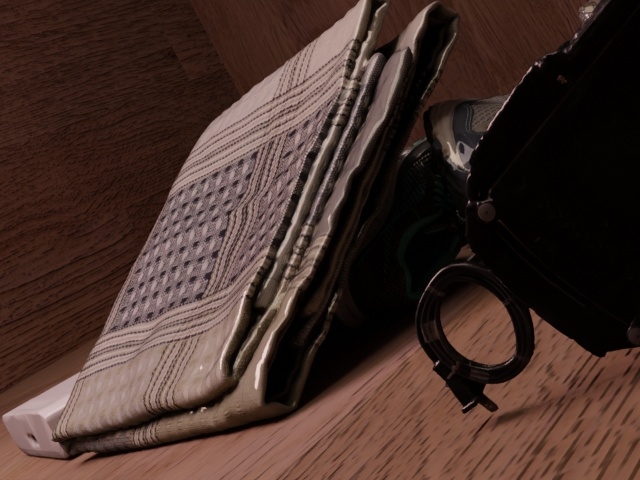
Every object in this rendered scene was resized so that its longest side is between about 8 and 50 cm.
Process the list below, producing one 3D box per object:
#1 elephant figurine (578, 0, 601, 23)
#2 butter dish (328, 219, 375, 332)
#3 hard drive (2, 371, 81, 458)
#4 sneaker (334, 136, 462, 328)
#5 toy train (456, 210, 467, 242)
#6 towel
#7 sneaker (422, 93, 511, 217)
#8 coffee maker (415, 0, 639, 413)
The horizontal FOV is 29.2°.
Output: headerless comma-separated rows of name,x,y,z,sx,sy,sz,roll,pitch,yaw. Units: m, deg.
elephant figurine,0.447,-0.279,1.455,0.239,0.186,0.169,-54,-27,-13
butter dish,0.000,0.000,0.938,0.160,0.118,0.160,-30,4,-15
hard drive,-0.105,0.086,1.112,0.353,0.047,0.233,-30,3,-23
sneaker,0.072,-0.009,0.829,0.076,0.065,0.166,-8,43,48
toy train,0.103,-0.005,0.994,0.036,0.027,0.158,-41,9,-25
towel,-0.059,-0.007,0.836,0.324,0.056,0.312,-22,37,54
sneaker,0.158,-0.070,0.832,0.122,0.110,0.283,-23,5,24
coffee maker,0.124,-0.038,0.477,0.171,0.120,0.178,-27,3,26
